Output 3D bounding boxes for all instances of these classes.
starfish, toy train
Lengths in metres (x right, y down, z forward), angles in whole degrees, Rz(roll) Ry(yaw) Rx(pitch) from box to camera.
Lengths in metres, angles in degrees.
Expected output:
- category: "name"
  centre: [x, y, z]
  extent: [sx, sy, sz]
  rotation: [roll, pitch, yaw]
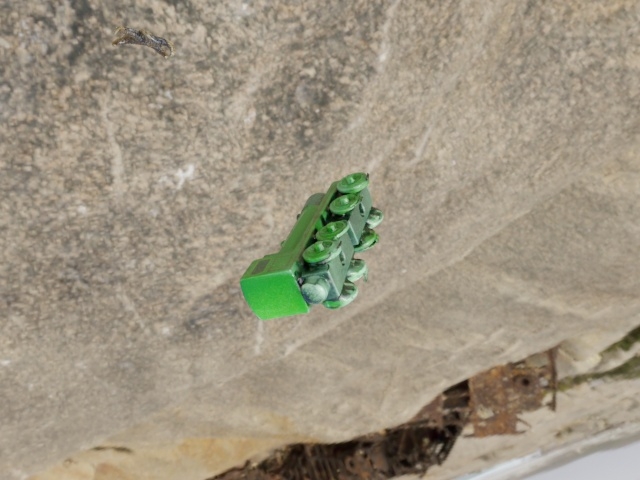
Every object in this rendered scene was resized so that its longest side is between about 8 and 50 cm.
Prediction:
- category: "starfish"
  centre: [-0.256, -0.283, 0.858]
  extent: [0.078, 0.028, 0.091]
  rotation: [5, 176, 37]
- category: "toy train"
  centre: [0.000, 0.000, 0.722]
  extent: [0.119, 0.251, 0.085]
  rotation: [-13, 115, 22]
